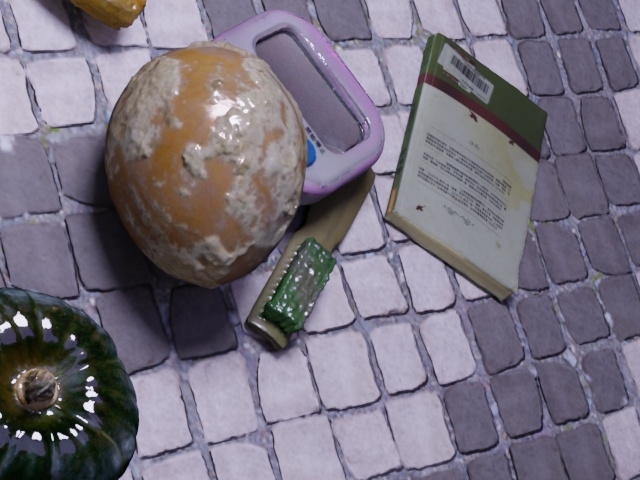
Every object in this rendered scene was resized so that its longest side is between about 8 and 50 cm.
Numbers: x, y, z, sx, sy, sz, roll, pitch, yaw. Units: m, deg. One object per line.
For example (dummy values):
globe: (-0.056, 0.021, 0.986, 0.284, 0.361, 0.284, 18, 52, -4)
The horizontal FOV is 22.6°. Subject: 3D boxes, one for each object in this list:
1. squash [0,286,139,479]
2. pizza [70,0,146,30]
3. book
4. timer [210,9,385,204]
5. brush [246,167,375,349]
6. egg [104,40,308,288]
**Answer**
squash: (-0.257, 0.143, 1.345, 0.218, 0.172, 0.218, 35, 32, -26)
pizza: (-0.232, -0.316, 1.650, 0.154, 0.069, 0.194, 40, 43, -20)
book: (0.182, -0.094, 1.933, 0.201, 0.026, 0.289, 34, 52, -24)
timer: (-0.034, -0.143, 1.731, 0.208, 0.069, 0.191, 53, 45, 2)
brush: (0.000, 0.000, 1.724, 0.054, 0.048, 0.282, 43, 47, -16)
egg: (-0.112, -0.074, 1.555, 0.203, 0.203, 0.245, 10, 71, -38)
